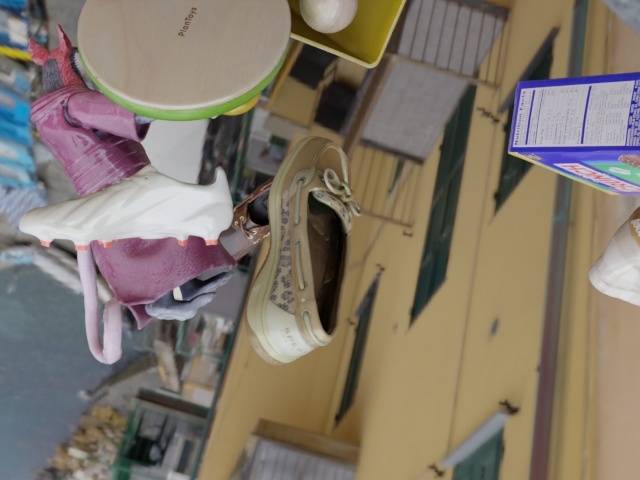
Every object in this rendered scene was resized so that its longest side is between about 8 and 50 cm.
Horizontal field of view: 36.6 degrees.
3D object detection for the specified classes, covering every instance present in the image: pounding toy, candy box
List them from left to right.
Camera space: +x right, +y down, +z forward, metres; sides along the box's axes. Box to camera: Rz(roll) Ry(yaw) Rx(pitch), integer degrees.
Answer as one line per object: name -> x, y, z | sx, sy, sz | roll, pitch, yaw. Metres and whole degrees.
pounding toy -> -0.098, -0.175, 0.875 | 0.183, 0.237, 0.110 | 40, 157, 20
candy box -> 0.472, -0.145, 1.370 | 0.268, 0.122, 0.317 | 14, 176, -36

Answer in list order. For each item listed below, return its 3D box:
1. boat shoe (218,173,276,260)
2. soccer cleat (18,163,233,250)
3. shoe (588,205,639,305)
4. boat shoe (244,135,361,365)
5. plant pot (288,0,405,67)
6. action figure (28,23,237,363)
boat shoe -> -0.107, -0.038, 1.568 | 0.073, 0.073, 0.207 | 43, 99, -5
soccer cleat -> -0.180, -0.033, 0.902 | 0.196, 0.076, 0.068 | -2, -171, -11
shoe -> 0.269, 0.029, 0.645 | 0.219, 0.077, 0.058 | 16, 127, -29
boat shoe -> 0.000, 0.000, 1.029 | 0.089, 0.285, 0.104 | -19, 137, 36
plant pot -> -0.019, -0.355, 1.146 | 0.187, 0.212, 0.212 | 33, -165, 37
action figure -> -0.253, -0.072, 1.138 | 0.370, 0.275, 0.248 | 57, 153, -5
